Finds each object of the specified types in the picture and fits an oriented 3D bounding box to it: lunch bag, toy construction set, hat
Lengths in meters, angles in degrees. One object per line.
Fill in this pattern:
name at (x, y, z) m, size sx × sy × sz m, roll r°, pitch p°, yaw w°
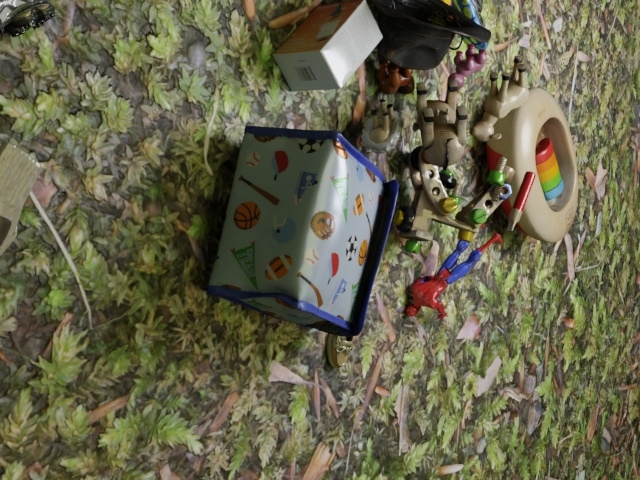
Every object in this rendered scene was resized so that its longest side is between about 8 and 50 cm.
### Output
lunch bag at (0.000, 0.000, 1.612) m, size 0.385 × 0.238 × 0.328 m, roll 35°, pitch 67°, yaw -62°
toy construction set at (0.309, -0.061, 1.913) m, size 0.257 × 0.308 × 0.237 m, roll 29°, pitch 77°, yaw -38°
hat at (0.187, -0.434, 1.774) m, size 0.331 × 0.331 × 0.134 m, roll -8°, pitch 132°, yaw -48°

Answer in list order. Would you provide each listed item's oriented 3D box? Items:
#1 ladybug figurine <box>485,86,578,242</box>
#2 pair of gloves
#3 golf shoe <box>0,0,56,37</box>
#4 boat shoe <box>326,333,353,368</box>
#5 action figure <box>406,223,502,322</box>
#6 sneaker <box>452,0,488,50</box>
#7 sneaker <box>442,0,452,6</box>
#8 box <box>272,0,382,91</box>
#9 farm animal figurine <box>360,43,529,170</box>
ladybug figurine at (0.555, -0.189, 2.258) m, size 0.305 × 0.161 × 0.450 m, roll -44°, pitch 125°, yaw -37°
pair of gloves at (-0.514, -0.063, 1.158) m, size 0.240 × 0.042 × 0.204 m, roll 29°, pitch 76°, yaw -44°
golf shoe at (-0.465, -0.316, 1.170) m, size 0.198 × 0.077 × 0.094 m, roll -40°, pitch 112°, yaw -46°
boat shoe at (0.053, 0.199, 1.822) m, size 0.056 × 0.048 × 0.153 m, roll 21°, pitch 79°, yaw -47°
action figure at (0.315, 0.088, 2.048) m, size 0.280 × 0.091 × 0.139 m, roll -44°, pitch 155°, yaw -2°
sneaker at (0.377, -0.553, 2.087) m, size 0.078 × 0.067 × 0.188 m, roll -42°, pitch 121°, yaw -30°
sneaker at (0.265, -0.577, 1.945) m, size 0.185 × 0.083 × 0.070 m, roll 29°, pitch 73°, yaw -46°
box at (0.015, -0.376, 1.651) m, size 0.170 × 0.130 × 0.091 m, roll -54°, pitch 130°, yaw -30°
farm animal figurine at (0.274, -0.270, 1.835) m, size 0.327 × 0.330 × 0.172 m, roll -71°, pitch 163°, yaw -44°
